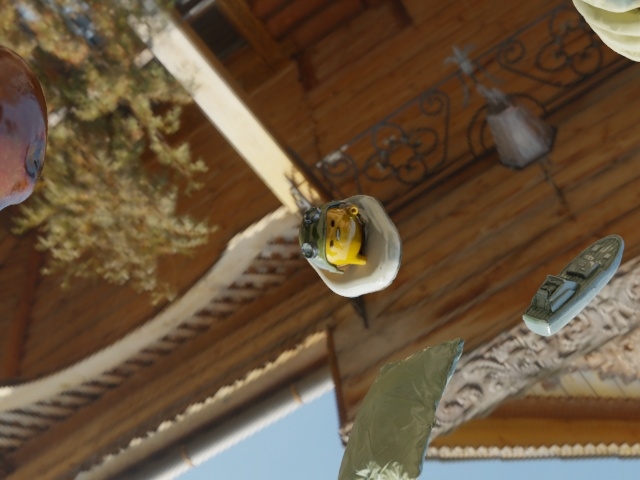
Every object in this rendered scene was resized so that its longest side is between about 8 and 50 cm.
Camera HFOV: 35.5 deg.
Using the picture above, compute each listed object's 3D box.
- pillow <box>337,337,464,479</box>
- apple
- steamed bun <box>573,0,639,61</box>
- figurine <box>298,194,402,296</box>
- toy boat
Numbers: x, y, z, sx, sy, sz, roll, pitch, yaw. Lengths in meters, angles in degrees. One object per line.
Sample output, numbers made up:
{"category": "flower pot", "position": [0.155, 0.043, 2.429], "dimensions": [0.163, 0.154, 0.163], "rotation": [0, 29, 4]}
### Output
{"category": "pillow", "position": [0.135, 0.321, 1.812], "dimensions": [0.274, 0.076, 0.281], "rotation": [-35, -153, 57]}
{"category": "apple", "position": [-0.437, -0.125, 1.198], "dimensions": [0.230, 0.230, 0.230], "rotation": [-26, -143, 21]}
{"category": "steamed bun", "position": [0.331, -0.330, 1.036], "dimensions": [0.203, 0.289, 0.276], "rotation": [-12, -126, 15]}
{"category": "figurine", "position": [0.000, 0.000, 1.578], "dimensions": [0.250, 0.141, 0.166], "rotation": [5, -93, 55]}
{"category": "toy boat", "position": [0.457, 0.067, 1.769], "dimensions": [0.260, 0.085, 0.078], "rotation": [-39, -146, -27]}
